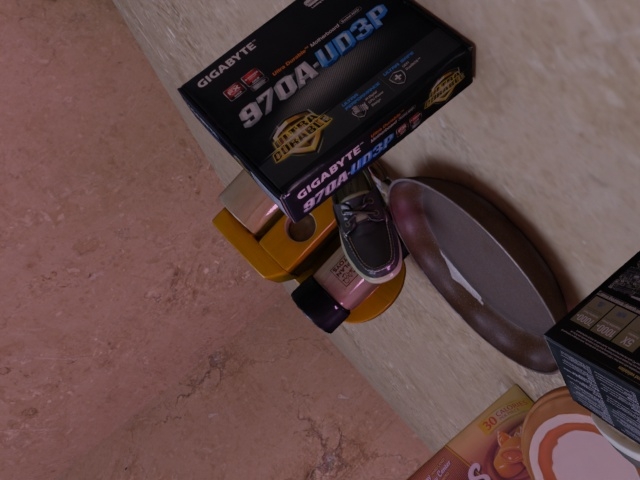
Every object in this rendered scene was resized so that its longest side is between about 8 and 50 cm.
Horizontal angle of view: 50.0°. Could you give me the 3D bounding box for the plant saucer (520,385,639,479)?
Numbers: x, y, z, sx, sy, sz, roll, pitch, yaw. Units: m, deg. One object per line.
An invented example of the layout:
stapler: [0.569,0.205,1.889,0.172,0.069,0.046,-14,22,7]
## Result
plant saucer: [0.334,0.274,0.831,0.200,0.037,0.200,16,115,37]

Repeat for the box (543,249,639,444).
box: [0.270,0.078,0.449,0.078,0.147,0.180,58,168,-29]

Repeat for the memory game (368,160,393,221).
memory game: [0.068,-0.104,1.093,0.186,0.012,0.186,50,169,13]

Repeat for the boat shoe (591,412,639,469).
boat shoe: [0.354,0.192,0.582,0.091,0.109,0.305,58,165,-8]

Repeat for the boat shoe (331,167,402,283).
boat shoe: [0.053,-0.042,0.965,0.073,0.080,0.224,61,-169,-51]

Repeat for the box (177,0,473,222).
box: [0.004,-0.146,0.642,0.175,0.220,0.051,47,171,28]

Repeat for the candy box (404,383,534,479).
candy box: [0.267,0.412,1.132,0.183,0.316,0.087,48,169,23]

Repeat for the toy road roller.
toy road roller: [0.000,0.000,1.190,0.329,0.202,0.240,45,-176,14]

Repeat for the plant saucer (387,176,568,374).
plant saucer: [0.203,0.035,0.872,0.311,0.050,0.310,50,170,11]
